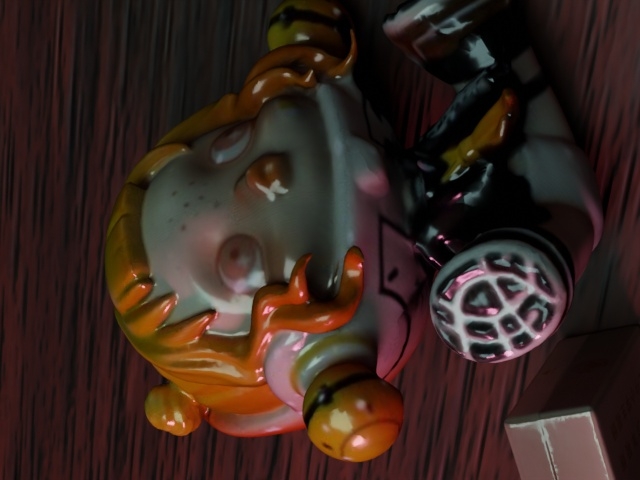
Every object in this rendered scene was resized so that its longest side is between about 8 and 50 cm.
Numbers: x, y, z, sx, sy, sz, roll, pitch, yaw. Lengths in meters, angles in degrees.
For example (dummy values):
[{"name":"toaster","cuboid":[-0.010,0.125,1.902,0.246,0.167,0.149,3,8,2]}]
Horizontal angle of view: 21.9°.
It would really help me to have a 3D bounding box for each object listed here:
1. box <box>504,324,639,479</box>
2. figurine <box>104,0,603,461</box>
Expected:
[{"name":"box","cuboid":[0.183,0.170,1.022,0.058,0.141,0.201,-13,104,26]},{"name":"figurine","cuboid":[0.004,0.001,1.022,0.323,0.196,0.320,-20,56,24]}]
